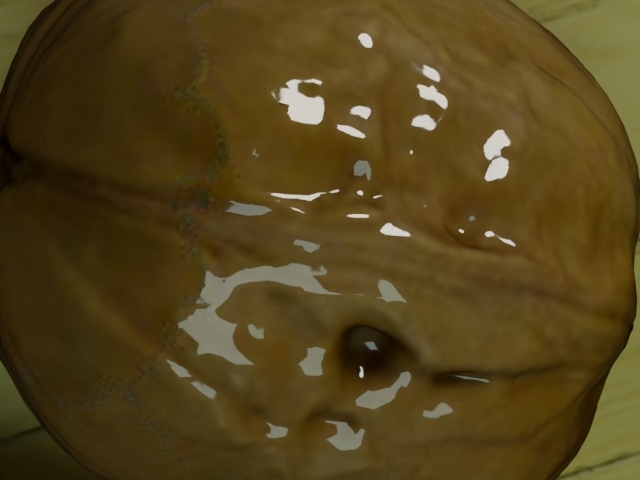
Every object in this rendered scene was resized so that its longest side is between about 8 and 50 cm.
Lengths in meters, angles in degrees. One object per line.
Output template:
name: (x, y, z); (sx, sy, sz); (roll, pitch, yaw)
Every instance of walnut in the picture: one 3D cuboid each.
walnut: (0.000, 0.000, 0.610); (0.221, 0.195, 0.195); (19, 112, -15)
